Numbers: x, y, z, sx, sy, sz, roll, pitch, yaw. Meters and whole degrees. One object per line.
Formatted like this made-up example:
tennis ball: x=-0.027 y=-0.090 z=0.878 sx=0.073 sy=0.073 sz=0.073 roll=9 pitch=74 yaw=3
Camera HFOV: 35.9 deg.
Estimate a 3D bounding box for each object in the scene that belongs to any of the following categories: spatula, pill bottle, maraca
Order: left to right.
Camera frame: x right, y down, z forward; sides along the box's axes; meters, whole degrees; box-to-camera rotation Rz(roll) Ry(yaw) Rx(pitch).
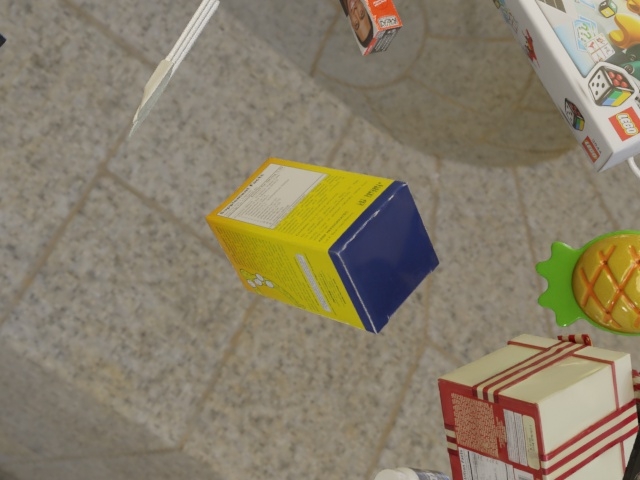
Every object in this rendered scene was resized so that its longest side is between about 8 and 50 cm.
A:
spatula: x=-0.189 y=-0.250 z=1.331 sx=0.242 sy=0.019 sz=0.168 roll=-59 pitch=-175 yaw=-14
pill bottle: x=0.153 y=0.417 z=1.640 sx=0.078 sy=0.137 sz=0.078 roll=-16 pitch=-114 yaw=40
maraca: x=0.349 y=0.051 z=1.181 sx=0.185 sy=0.099 sz=0.127 roll=-2 pitch=-87 yaw=30

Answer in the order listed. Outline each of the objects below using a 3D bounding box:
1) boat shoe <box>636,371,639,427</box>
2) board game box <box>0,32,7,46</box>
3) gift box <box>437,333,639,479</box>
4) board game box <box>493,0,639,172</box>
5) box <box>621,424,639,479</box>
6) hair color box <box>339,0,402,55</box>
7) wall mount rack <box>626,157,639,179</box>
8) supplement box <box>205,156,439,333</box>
boat shoe: x=0.602 y=0.260 z=1.736 sx=0.092 sy=0.103 sz=0.285 roll=-44 pitch=169 yaw=-35
board game box: x=-0.444 y=-0.162 z=0.945 sx=0.042 sy=0.165 sz=0.243 roll=18 pitch=-112 yaw=49
gift box: x=0.381 y=0.310 z=1.594 sx=0.258 sy=0.255 sz=0.276 roll=-19 pitch=-160 yaw=-35
board game box: x=0.219 y=-0.227 z=0.748 sx=0.193 sy=0.305 sz=0.053 roll=-27 pitch=168 yaw=-6
box: x=0.425 y=0.258 z=1.035 sx=0.295 sy=0.073 sz=0.293 roll=-58 pitch=-175 yaw=-31
hair color box: x=0.064 y=-0.350 z=1.434 sx=0.043 sy=0.141 sz=0.072 roll=-16 pitch=165 yaw=-22
wall mount rack: x=0.730 y=-0.145 z=1.914 sx=0.350 sy=0.304 sz=0.130 roll=-31 pitch=166 yaw=-23
supplement box: x=0.000 y=0.000 z=1.780 sx=0.356 sy=0.195 sz=0.194 roll=15 pitch=-129 yaw=45
